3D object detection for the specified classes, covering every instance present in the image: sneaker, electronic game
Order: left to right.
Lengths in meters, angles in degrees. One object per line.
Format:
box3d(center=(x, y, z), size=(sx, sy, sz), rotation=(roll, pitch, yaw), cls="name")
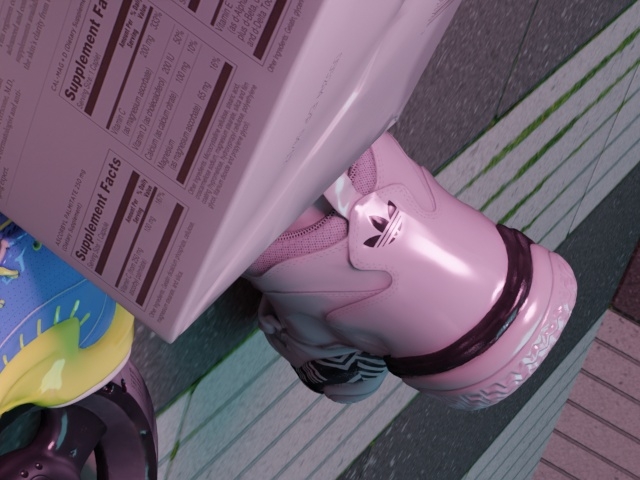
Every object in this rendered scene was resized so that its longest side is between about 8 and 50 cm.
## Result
box3d(center=(-0.176, 0.037, 0.882), size=(0.240, 0.091, 0.126), rotation=(-35, 132, -55), cls="sneaker")
box3d(center=(-0.168, 0.158, 1.057), size=(0.229, 0.048, 0.229), rotation=(-29, 128, -46), cls="electronic game")
box3d(center=(0.000, 0.000, 1.233), size=(0.137, 0.210, 0.366), rotation=(-56, -162, -12), cls="sneaker")

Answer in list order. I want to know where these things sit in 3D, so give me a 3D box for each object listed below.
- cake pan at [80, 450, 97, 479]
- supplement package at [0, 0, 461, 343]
box3d(center=(-0.196, 0.259, 1.217), size=(0.293, 0.054, 0.293), rotation=(-52, 162, -26), cls="cake pan")
box3d(center=(-0.028, -0.126, 0.821), size=(0.204, 0.145, 0.262), rotation=(-46, 170, -41), cls="supplement package")
